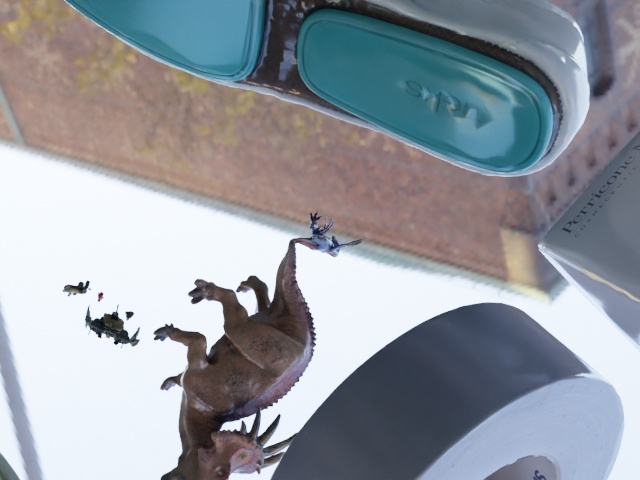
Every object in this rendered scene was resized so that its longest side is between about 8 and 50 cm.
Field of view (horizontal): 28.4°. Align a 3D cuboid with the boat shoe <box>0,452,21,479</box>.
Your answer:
[{"bbox_3d":[-0.250,0.135,0.641,0.340,0.113,0.127,44,-143,17],"label":"boat shoe"}]

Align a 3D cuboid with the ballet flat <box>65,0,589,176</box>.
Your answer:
[{"bbox_3d":[-0.010,-0.162,0.830,0.400,0.139,0.139,24,-137,11],"label":"ballet flat"}]

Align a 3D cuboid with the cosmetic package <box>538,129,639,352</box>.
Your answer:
[{"bbox_3d":[0.253,-0.014,0.546,0.224,0.138,0.224,-48,-160,-2],"label":"cosmetic package"}]

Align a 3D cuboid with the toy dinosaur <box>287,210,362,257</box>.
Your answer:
[{"bbox_3d":[0.000,0.000,1.517,0.090,0.082,0.047,-24,-124,-8],"label":"toy dinosaur"}]

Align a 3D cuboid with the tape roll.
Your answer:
[{"bbox_3d":[0.070,0.144,0.713,0.219,0.219,0.072,-31,-131,-22],"label":"tape roll"}]

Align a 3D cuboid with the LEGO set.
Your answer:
[{"bbox_3d":[-0.180,0.066,1.041,0.054,0.023,0.083,8,-151,-42],"label":"LEGO set"}]

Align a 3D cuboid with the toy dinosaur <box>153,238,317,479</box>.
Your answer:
[{"bbox_3d":[-0.077,0.152,1.412,0.200,0.127,0.296,41,-88,25],"label":"toy dinosaur"}]
